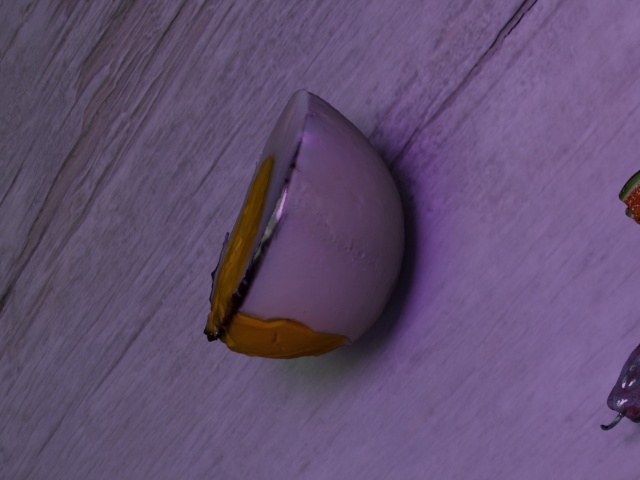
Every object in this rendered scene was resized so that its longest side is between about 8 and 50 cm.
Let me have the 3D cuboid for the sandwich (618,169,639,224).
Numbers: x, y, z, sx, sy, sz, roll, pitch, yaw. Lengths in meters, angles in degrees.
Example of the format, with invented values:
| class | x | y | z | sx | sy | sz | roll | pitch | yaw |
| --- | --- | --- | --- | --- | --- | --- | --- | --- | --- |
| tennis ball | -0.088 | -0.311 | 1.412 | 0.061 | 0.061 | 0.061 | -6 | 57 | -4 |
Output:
| class | x | y | z | sx | sy | sz | roll | pitch | yaw |
| --- | --- | --- | --- | --- | --- | --- | --- | --- | --- |
| sandwich | 0.345 | -0.042 | 1.711 | 0.135 | 0.029 | 0.067 | 14 | 100 | 55 |

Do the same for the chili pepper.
| class | x | y | z | sx | sy | sz | roll | pitch | yaw |
| --- | --- | --- | --- | --- | --- | --- | --- | --- | --- |
| chili pepper | 0.318 | 0.121 | 1.704 | 0.050 | 0.041 | 0.153 | 30 | 92 | 34 |

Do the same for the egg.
| class | x | y | z | sx | sy | sz | roll | pitch | yaw |
| --- | --- | --- | --- | --- | --- | --- | --- | --- | --- |
| egg | 0.000 | 0.000 | 2.060 | 0.337 | 0.201 | 0.337 | -160 | 90 | -77 |
